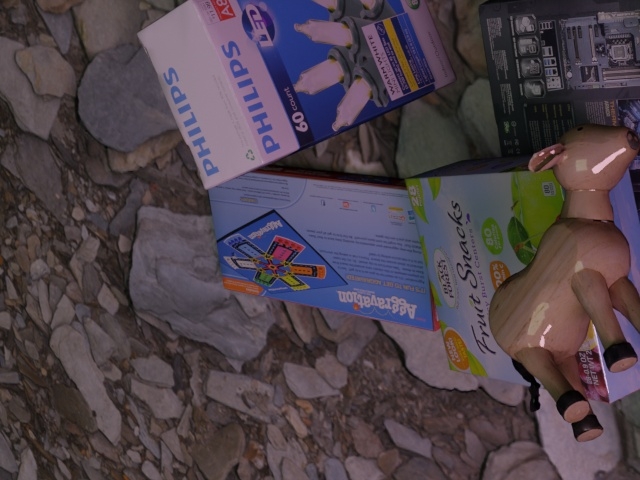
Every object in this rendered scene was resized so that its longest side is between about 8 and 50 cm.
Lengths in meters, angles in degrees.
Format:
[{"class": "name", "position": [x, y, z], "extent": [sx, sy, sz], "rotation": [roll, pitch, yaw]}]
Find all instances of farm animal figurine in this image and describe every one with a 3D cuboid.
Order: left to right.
[{"class": "farm animal figurine", "position": [0.251, -0.052, 0.685], "extent": [0.327, 0.330, 0.172], "rotation": [74, 175, -50]}]

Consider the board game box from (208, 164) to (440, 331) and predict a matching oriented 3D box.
[{"class": "board game box", "position": [0.000, 0.000, 1.151], "extent": [0.281, 0.027, 0.145], "rotation": [9, 114, 39]}]

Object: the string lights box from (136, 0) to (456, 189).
[{"class": "string lights box", "position": [-0.010, -0.148, 0.927], "extent": [0.076, 0.259, 0.133], "rotation": [-18, 97, 45]}]

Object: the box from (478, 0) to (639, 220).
[{"class": "box", "position": [0.229, -0.084, 0.885], "extent": [0.183, 0.059, 0.233], "rotation": [3, 112, 44]}]

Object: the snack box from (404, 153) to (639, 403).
[{"class": "snack box", "position": [0.162, 0.023, 0.884], "extent": [0.207, 0.070, 0.175], "rotation": [1, 107, 65]}]
